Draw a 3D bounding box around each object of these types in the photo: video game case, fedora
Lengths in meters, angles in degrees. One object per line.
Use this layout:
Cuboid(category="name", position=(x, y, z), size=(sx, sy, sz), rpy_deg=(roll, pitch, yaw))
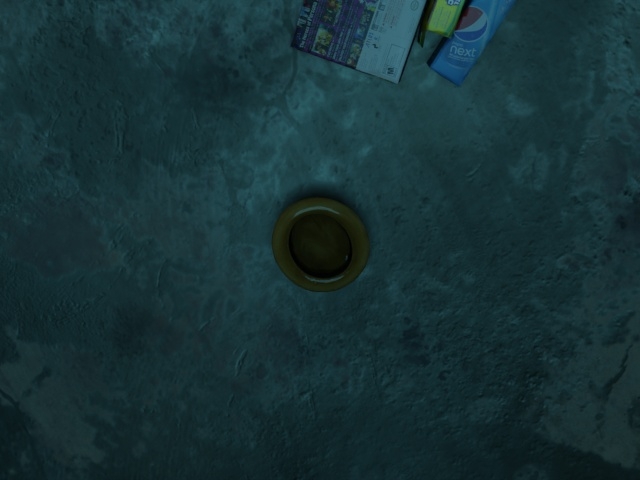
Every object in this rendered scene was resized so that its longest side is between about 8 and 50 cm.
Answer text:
Cuboid(category="video game case", position=(0.079, -0.421, 1.848), size=(0.210, 0.042, 0.232), rpy_deg=(19, 106, 5))
Cuboid(category="fedora", position=(0.000, 0.000, 1.966), size=(0.194, 0.079, 0.194), rpy_deg=(-1, 112, -1))

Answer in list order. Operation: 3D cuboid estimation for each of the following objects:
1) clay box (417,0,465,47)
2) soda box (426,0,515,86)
Cuboid(category="clay box", position=(0.227, -0.441, 1.806), size=(0.053, 0.127, 0.222), rpy_deg=(17, 107, -4))
Cuboid(category="soda box", position=(0.275, -0.383, 1.850), size=(0.067, 0.071, 0.210), rpy_deg=(30, 105, -7))
